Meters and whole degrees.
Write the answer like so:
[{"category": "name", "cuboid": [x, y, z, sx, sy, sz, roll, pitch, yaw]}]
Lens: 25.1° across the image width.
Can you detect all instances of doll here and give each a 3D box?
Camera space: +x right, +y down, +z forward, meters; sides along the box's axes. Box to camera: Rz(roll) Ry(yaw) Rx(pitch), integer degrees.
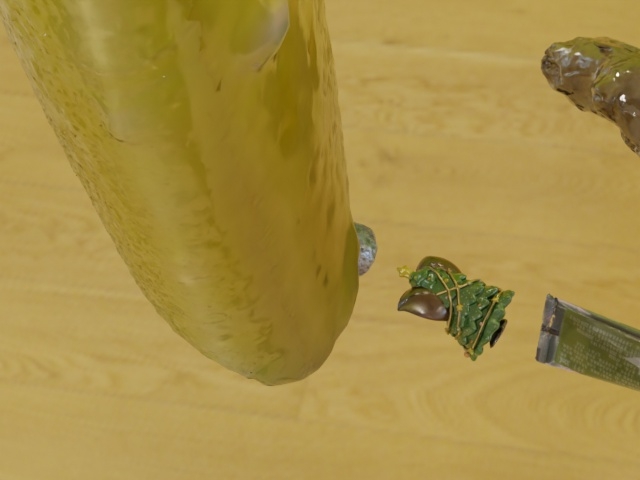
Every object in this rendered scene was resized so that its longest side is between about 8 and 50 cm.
[{"category": "doll", "cuboid": [0.129, 0.051, 1.334, 0.113, 0.076, 0.078, 43, 47, -11]}]

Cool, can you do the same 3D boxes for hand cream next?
[{"category": "hand cream", "cuboid": [0.343, 0.128, 1.524, 0.235, 0.086, 0.055, 18, 29, 24]}]

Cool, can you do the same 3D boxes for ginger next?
[{"category": "ginger", "cuboid": [0.256, -0.057, 0.943, 0.122, 0.084, 0.290, -19, 52, -39]}]

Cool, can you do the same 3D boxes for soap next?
[{"category": "soap", "cuboid": [-0.066, -0.148, 0.507, 0.115, 0.427, 0.306, -6, 55, 5]}]

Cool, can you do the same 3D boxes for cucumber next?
[{"category": "cucumber", "cuboid": [0.002, 0.001, 1.508, 0.112, 0.064, 0.064, 16, 55, -29]}]
